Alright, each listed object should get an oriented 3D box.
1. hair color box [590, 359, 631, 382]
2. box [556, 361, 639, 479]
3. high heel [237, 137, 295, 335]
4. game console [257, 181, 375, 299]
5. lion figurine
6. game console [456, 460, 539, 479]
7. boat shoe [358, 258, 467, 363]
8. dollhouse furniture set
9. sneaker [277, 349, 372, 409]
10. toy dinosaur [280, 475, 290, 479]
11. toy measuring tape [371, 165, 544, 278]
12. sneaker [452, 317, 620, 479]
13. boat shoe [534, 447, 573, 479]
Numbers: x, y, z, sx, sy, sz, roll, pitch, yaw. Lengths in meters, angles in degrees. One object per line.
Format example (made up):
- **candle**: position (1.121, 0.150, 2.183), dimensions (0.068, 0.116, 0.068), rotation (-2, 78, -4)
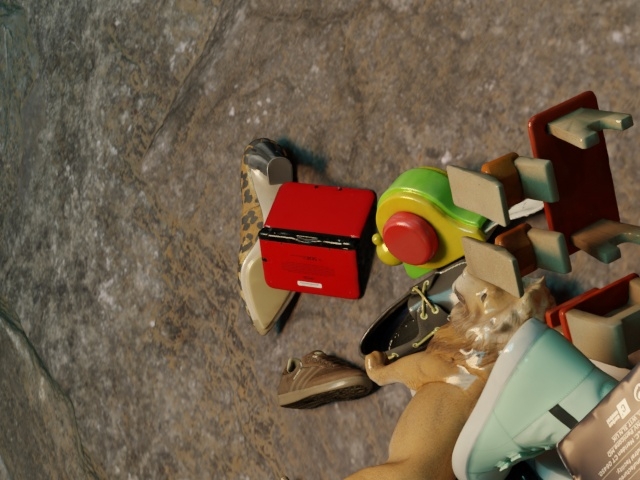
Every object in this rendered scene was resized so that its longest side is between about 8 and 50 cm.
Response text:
- **hair color box**: position (0.310, 0.182, 1.559), dimensions (0.093, 0.053, 0.167), rotation (-59, 31, -8)
- **box**: position (0.401, 0.241, 1.161), dimensions (0.179, 0.343, 0.313), rotation (-52, 43, 36)
- **high heel**: position (-0.078, -0.010, 2.228), dimensions (0.186, 0.093, 0.261), rotation (-131, 46, -73)
- **game console**: position (0.000, 0.000, 2.084), dimensions (0.144, 0.085, 0.124), rotation (7, 119, 27)
- **lion figurine**: position (0.116, 0.213, 1.713), dimensions (0.240, 0.142, 0.392), rotation (-11, 50, 55)
- **game console**: position (0.123, 0.398, 1.690), dimensions (0.293, 0.173, 0.250), rotation (-29, 80, 50)
- **boat shoe**: position (0.130, 0.087, 1.868), dimensions (0.228, 0.068, 0.081), rotation (-46, 46, 41)
- **dollhouse furniture set**: position (0.261, -0.015, 1.548), dimensions (0.135, 0.262, 0.259), rotation (26, 135, 58)
- **sneaker**: position (0.000, 0.174, 2.049), dimensions (0.188, 0.066, 0.071), rotation (-20, 64, 53)
- **toy dinosaur**: position (-0.044, 0.420, 2.077), dimensions (0.112, 0.064, 0.212), rotation (156, 128, -73)
- **toy measuring tape**: position (0.158, -0.050, 1.810), dimensions (0.330, 0.121, 0.121), rotation (-32, 56, 50)
- **sneaker**: position (0.221, 0.200, 1.530), dimensions (0.151, 0.094, 0.256), rotation (36, 145, 18)
- **boat shoe**: position (0.281, 0.268, 1.580), dimensions (0.219, 0.077, 0.070), rotation (-147, 54, -64)
